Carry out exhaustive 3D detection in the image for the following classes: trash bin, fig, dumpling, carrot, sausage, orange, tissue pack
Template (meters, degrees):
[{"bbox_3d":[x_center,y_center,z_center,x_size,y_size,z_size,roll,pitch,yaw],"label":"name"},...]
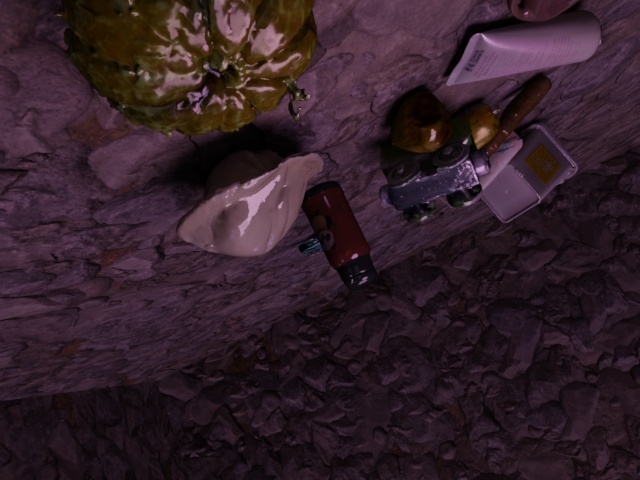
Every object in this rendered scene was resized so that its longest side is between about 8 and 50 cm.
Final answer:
[{"bbox_3d":[0.733,-0.230,1.865,0.368,0.256,0.296,-39,179,-42],"label":"trash bin"},{"bbox_3d":[0.255,-0.294,1.293,0.154,0.144,0.166,16,156,-33],"label":"fig"},{"bbox_3d":[-0.127,-0.105,1.167,0.315,0.233,0.395,-31,175,42],"label":"dumpling"},{"bbox_3d":[0.565,-0.355,1.522,0.342,0.070,0.070,-51,159,8],"label":"carrot"},{"bbox_3d":[0.407,-0.296,1.540,0.123,0.123,0.347,-9,157,-45],"label":"sausage"},{"bbox_3d":[-0.157,-0.265,0.615,0.301,0.223,0.300,-22,149,-13],"label":"orange"},{"bbox_3d":[0.513,-0.244,1.663,0.271,0.124,0.201,-47,-174,-11],"label":"tissue pack"}]

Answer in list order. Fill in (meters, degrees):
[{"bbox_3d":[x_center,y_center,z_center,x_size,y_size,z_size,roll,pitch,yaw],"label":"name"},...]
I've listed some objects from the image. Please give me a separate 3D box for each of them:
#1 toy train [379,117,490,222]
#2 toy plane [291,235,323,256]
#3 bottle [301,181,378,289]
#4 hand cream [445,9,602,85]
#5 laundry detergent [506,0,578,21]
[{"bbox_3d":[0.313,-0.198,1.398,0.307,0.248,0.173,-18,127,24],"label":"toy train"},{"bbox_3d":[0.000,0.000,2.014,0.235,0.060,0.096,-20,151,-5],"label":"toy plane"},{"bbox_3d":[0.067,-0.009,1.558,0.144,0.336,0.144,-24,164,-8],"label":"bottle"},{"bbox_3d":[0.486,-0.460,1.198,0.359,0.118,0.185,-14,166,-11],"label":"hand cream"},{"bbox_3d":[0.438,-0.514,0.974,0.171,0.076,0.237,-35,161,32],"label":"laundry detergent"}]
